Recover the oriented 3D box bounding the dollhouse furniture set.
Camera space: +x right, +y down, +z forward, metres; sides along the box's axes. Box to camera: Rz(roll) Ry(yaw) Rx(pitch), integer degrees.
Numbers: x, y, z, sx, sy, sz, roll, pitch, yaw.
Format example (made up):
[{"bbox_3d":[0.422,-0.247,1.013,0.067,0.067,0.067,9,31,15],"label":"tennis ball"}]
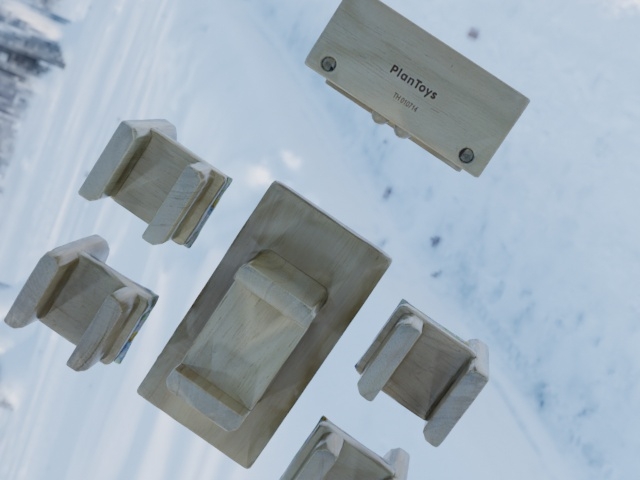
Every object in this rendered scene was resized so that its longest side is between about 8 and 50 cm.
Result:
[{"bbox_3d":[0.000,0.000,0.582,0.242,0.212,0.161,-56,-2,10],"label":"dollhouse furniture set"}]
